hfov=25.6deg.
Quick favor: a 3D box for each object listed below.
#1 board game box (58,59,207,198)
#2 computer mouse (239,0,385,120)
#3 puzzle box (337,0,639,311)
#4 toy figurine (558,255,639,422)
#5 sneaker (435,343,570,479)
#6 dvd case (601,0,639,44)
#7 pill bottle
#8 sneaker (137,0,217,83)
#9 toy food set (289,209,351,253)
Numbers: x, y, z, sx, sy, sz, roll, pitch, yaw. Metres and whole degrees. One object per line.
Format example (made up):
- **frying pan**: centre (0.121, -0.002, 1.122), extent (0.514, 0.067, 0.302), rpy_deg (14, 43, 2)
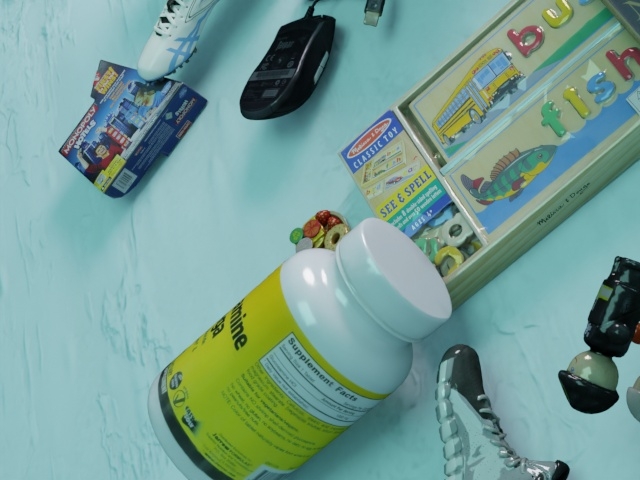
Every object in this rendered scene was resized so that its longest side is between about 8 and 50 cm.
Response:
- **board game box**: centre (-0.286, -0.176, 2.047), extent (0.194, 0.060, 0.194), rpy_deg (-53, 46, 3)
- **computer mouse**: centre (0.006, -0.256, 1.868), extent (0.184, 0.060, 0.262), rpy_deg (-3, 54, 41)
- **puzzle box**: centre (0.230, -0.140, 1.633), extent (0.409, 0.052, 0.272), rpy_deg (-41, 48, 13)
- **toy figurine**: centre (0.350, 0.123, 1.296), extent (0.209, 0.213, 0.148), rpy_deg (23, 92, 40)
- **sneaker**: centre (0.195, 0.215, 1.461), extent (0.132, 0.086, 0.228), rpy_deg (-10, 71, 28)
- **dvd case**: centre (0.402, -0.275, 1.547), extent (0.164, 0.018, 0.221), rpy_deg (-23, 49, -7)
- **pill bottle**: centre (-0.021, 0.130, 1.568), extent (0.334, 0.188, 0.188), rpy_deg (-41, 48, 22)
- **sneaker**: centre (-0.193, -0.331, 1.982), extent (0.085, 0.086, 0.237), rpy_deg (32, 88, 45)
- **toy food set**: centre (0.000, 0.000, 1.758), extent (0.082, 0.020, 0.083), rpy_deg (-42, 49, 12)
